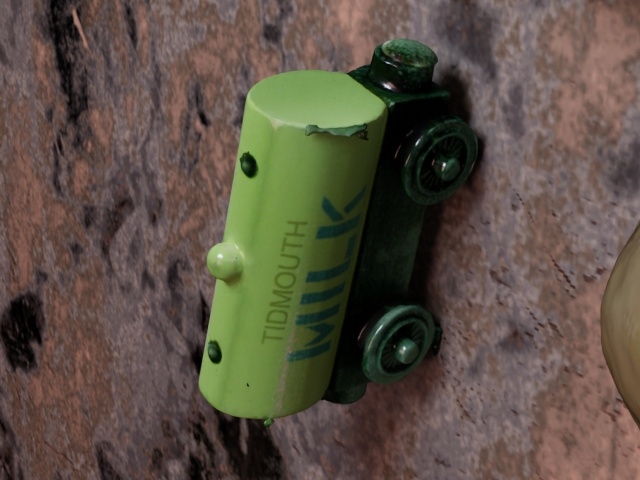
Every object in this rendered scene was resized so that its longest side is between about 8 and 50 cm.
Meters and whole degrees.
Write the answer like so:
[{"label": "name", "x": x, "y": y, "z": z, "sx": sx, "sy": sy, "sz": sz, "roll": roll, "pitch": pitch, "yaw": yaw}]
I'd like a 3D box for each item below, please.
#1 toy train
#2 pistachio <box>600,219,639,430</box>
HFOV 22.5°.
[{"label": "toy train", "x": 0.000, "y": 0.000, "z": 0.972, "sx": 0.105, "sy": 0.157, "sz": 0.253, "roll": 42, "pitch": 132, "yaw": 39}, {"label": "pistachio", "x": 0.217, "y": 0.041, "z": 0.696, "sx": 0.212, "sy": 0.163, "sz": 0.260, "roll": -63, "pitch": 34, "yaw": 17}]
